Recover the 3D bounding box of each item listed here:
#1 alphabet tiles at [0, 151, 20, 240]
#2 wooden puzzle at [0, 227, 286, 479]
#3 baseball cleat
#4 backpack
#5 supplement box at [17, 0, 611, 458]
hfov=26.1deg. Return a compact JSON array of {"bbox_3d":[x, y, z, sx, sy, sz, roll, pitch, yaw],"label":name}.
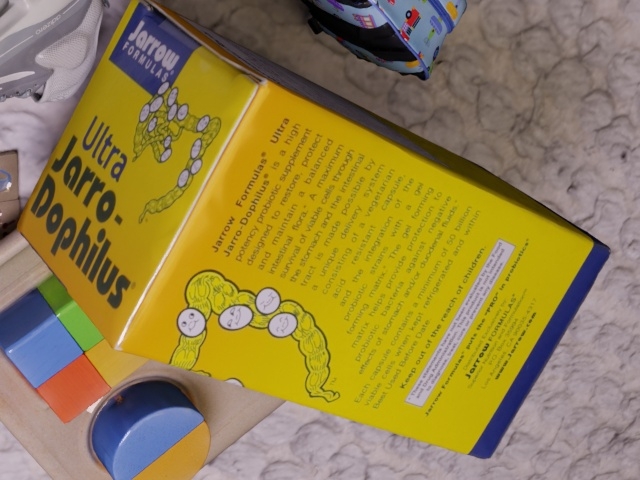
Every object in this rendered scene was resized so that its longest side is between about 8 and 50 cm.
[{"bbox_3d":[-0.323,0.052,1.043,0.198,0.009,0.237,-12,126,-28],"label":"alphabet tiles"},{"bbox_3d":[-0.114,0.075,1.143,0.322,0.080,0.348,-38,134,-10],"label":"wooden puzzle"},{"bbox_3d":[-0.230,-0.108,0.953,0.206,0.072,0.109,-40,141,1],"label":"baseball cleat"},{"bbox_3d":[0.037,-0.202,0.998,0.117,0.173,0.158,-45,133,0],"label":"backpack"},{"bbox_3d":[0.000,0.000,1.005,0.356,0.194,0.195,22,101,-38],"label":"supplement box"}]
